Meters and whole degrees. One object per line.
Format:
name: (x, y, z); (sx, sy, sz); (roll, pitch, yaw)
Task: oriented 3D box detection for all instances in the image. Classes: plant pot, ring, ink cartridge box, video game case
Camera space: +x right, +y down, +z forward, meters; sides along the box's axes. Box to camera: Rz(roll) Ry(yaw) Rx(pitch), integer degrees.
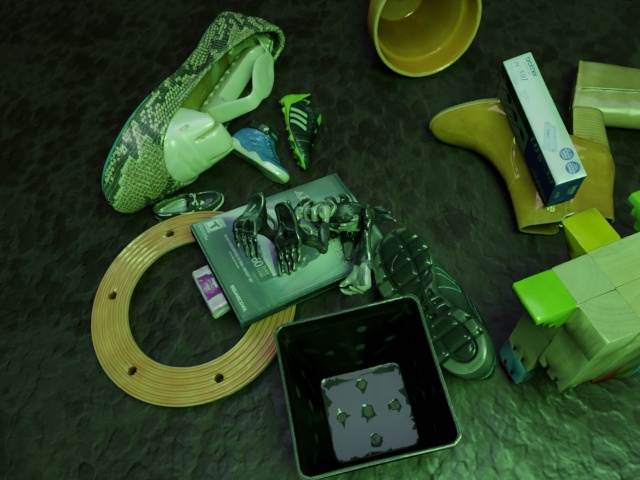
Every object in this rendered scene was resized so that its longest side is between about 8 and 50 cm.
plant pot: (0.175, -0.451, 1.080); (0.205, 0.205, 0.188); (-17, 45, -1)
plant pot: (0.060, 0.206, 0.733); (0.187, 0.167, 0.188); (-14, 59, 1)
ring: (-0.202, 0.101, 0.909); (0.336, 0.032, 0.337); (-4, 60, 7)
ink cartridge box: (0.323, -0.162, 0.833); (0.046, 0.097, 0.207); (-18, 71, 8)
video game case: (-0.044, 0.004, 0.906); (0.274, 0.026, 0.196); (-23, 60, -20)

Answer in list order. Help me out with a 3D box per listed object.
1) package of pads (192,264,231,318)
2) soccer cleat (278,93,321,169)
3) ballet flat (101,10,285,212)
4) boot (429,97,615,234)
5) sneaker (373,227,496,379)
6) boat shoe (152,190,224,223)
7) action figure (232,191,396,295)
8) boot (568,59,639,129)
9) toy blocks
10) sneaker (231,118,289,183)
package of pads: (-0.162, 0.076, 0.880); (0.050, 0.032, 0.083); (-28, 62, -13)
soccer cleat: (-0.030, -0.208, 1.040); (0.072, 0.060, 0.179); (-13, 57, -1)
ballet flat: (-0.201, -0.244, 1.018); (0.181, 0.164, 0.483); (13, 59, 25)
boot: (0.318, -0.116, 0.916); (0.294, 0.104, 0.211); (3, 69, 16)
sneaker: (0.164, 0.095, 0.823); (0.101, 0.106, 0.267); (-39, 51, 15)
boat shoe: (-0.235, -0.064, 1.001); (0.125, 0.038, 0.046); (-15, 60, 0)
action figure: (0.000, 0.000, 0.814); (0.164, 0.275, 0.141); (9, 97, 34)
boot: (0.557, -0.194, 0.937); (0.269, 0.089, 0.236); (12, 56, 16)
toy blocks: (0.398, 0.091, 0.710); (0.381, 0.261, 0.191); (-19, 58, -11)
sneaker: (-0.096, -0.170, 1.028); (0.152, 0.058, 0.085); (35, 80, 31)
